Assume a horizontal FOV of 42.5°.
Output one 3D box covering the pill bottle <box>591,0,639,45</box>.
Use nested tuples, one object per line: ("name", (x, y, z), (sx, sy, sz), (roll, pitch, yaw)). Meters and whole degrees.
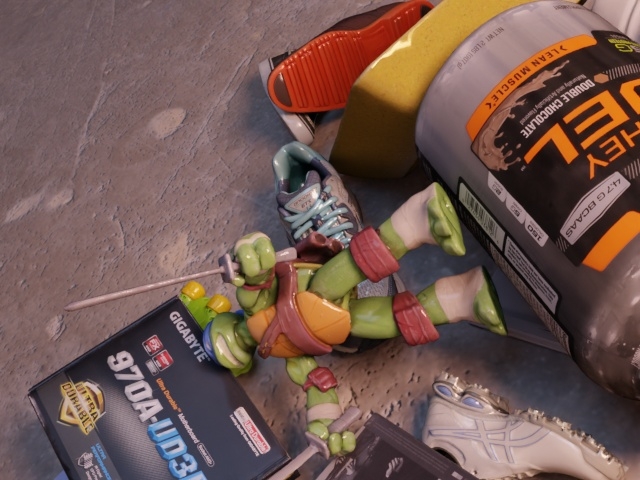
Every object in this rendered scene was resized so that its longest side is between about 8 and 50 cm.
("pill bottle", (0.406, -0.143, 0.681), (0.204, 0.204, 0.361), (-35, 41, -1))

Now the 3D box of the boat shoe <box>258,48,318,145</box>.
("boat shoe", (-0.034, -0.205, 1.127), (0.070, 0.078, 0.219), (-29, 39, 7))

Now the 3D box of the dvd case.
("dvd case", (0.012, 0.255, 0.638), (0.239, 0.029, 0.179), (-48, 21, -11))

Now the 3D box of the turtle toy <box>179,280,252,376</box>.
("turtle toy", (-0.126, 0.107, 0.894), (0.130, 0.066, 0.095), (21, 66, 43))

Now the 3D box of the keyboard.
("keyboard", (0.251, 0.076, 0.721), (0.256, 0.014, 0.072), (15, 55, 41))

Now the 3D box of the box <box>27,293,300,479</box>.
("box", (-0.150, 0.180, 0.769), (0.175, 0.051, 0.220), (-33, 55, -12))

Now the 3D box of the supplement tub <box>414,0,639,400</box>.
("supplement tub", (0.235, -0.024, 0.642), (0.207, 0.207, 0.338), (-33, 49, 1))

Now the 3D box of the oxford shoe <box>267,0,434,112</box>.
("oxford shoe", (0.032, -0.242, 1.091), (0.271, 0.097, 0.098), (-28, 28, -26))

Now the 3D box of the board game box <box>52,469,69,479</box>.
("board game box", (-0.233, 0.321, 0.779), (0.160, 0.039, 0.211), (-45, 41, -13))

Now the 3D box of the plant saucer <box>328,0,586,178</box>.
("plant saucer", (0.163, -0.194, 0.877), (0.333, 0.333, 0.081), (-42, 86, -9))

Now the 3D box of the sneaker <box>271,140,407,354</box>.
("sneaker", (0.000, 0.000, 0.871), (0.110, 0.122, 0.283), (-30, 42, 4))

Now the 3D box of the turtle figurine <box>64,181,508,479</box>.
("turtle figurine", (0.004, 0.082, 0.665), (0.266, 0.274, 0.198), (-25, 83, 17))

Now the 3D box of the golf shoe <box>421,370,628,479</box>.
("golf shoe", (0.156, 0.173, 0.662), (0.176, 0.069, 0.086), (14, 77, 48))
